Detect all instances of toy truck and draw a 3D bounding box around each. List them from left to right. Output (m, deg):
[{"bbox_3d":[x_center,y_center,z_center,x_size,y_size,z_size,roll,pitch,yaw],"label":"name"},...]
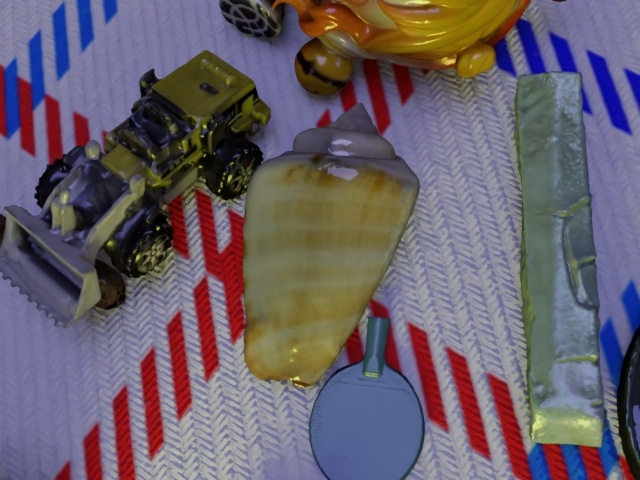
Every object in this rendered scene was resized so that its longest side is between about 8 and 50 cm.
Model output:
[{"bbox_3d":[-0.170,-0.060,0.699,0.136,0.111,0.286,35,66,18],"label":"toy truck"}]

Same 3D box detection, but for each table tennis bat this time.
[{"bbox_3d":[0.042,0.143,0.669,0.100,0.019,0.155,4,73,8],"label":"table tennis bat"}]

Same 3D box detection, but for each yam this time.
[{"bbox_3d":[-0.303,0.002,0.743,0.264,0.046,0.046,22,75,13],"label":"yam"}]

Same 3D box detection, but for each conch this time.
[{"bbox_3d":[-0.001,-0.005,0.667,0.158,0.127,0.255,9,73,9],"label":"conch"}]

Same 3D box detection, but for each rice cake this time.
[{"bbox_3d":[0.208,0.009,0.674,0.066,0.063,0.336,-4,72,16],"label":"rice cake"}]

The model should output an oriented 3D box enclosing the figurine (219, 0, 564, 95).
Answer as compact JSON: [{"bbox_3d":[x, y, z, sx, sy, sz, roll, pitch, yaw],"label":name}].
[{"bbox_3d":[0.069,-0.286,0.723,0.323,0.196,0.320,30,120,23],"label":"figurine"}]

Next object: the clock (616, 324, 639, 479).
[{"bbox_3d":[0.381,0.143,0.610,0.280,0.055,0.281,-2,70,6],"label":"clock"}]
